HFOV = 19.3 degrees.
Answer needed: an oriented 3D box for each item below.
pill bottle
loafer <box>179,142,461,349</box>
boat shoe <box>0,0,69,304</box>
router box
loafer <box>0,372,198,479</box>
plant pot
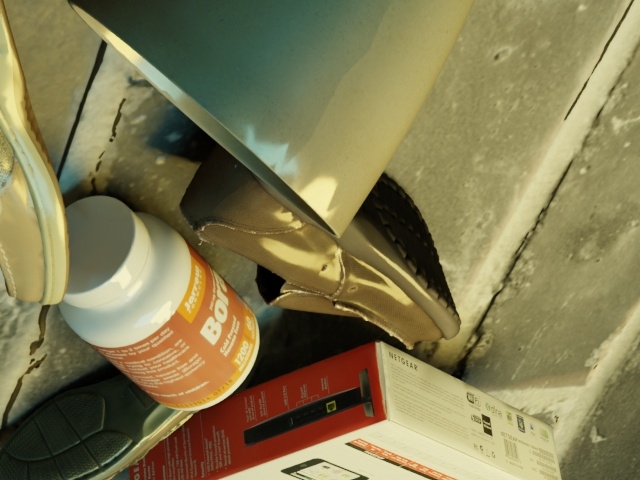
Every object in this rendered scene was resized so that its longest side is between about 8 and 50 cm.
[{"bbox_3d":[-0.147,0.052,1.592,0.121,0.121,0.216,-34,144,5],"label":"pill bottle"},{"bbox_3d":[0.000,0.000,1.649,0.130,0.134,0.366,-30,140,18],"label":"loafer"},{"bbox_3d":[-0.262,-0.081,1.371,0.110,0.121,0.341,-18,132,-10],"label":"boat shoe"},{"bbox_3d":[0.029,0.224,1.861,0.301,0.082,0.335,-22,150,28],"label":"router box"},{"bbox_3d":[-0.173,0.166,1.738,0.267,0.096,0.084,-34,150,2],"label":"loafer"},{"bbox_3d":[0.005,-0.187,1.346,0.274,0.256,0.256,-49,143,-3],"label":"plant pot"}]
